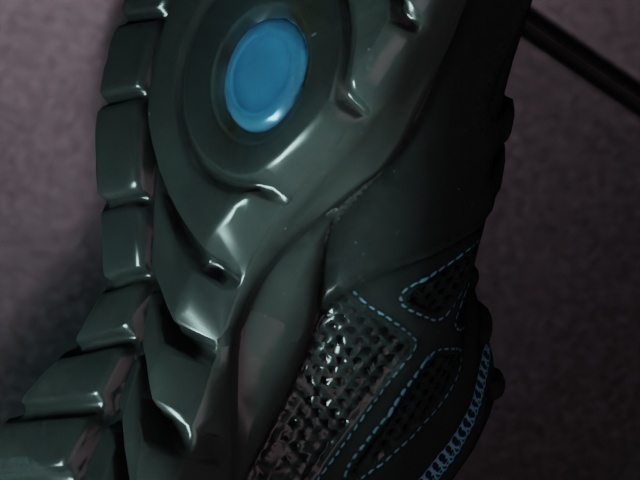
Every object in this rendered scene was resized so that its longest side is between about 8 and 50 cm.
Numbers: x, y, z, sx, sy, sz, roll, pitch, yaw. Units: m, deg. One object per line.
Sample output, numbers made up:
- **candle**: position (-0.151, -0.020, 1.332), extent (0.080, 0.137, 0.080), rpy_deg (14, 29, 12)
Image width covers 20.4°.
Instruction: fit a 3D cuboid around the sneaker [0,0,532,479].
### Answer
- **sneaker**: position (0.000, 0.000, 0.570), extent (0.139, 0.125, 0.341), rpy_deg (12, 108, -41)
